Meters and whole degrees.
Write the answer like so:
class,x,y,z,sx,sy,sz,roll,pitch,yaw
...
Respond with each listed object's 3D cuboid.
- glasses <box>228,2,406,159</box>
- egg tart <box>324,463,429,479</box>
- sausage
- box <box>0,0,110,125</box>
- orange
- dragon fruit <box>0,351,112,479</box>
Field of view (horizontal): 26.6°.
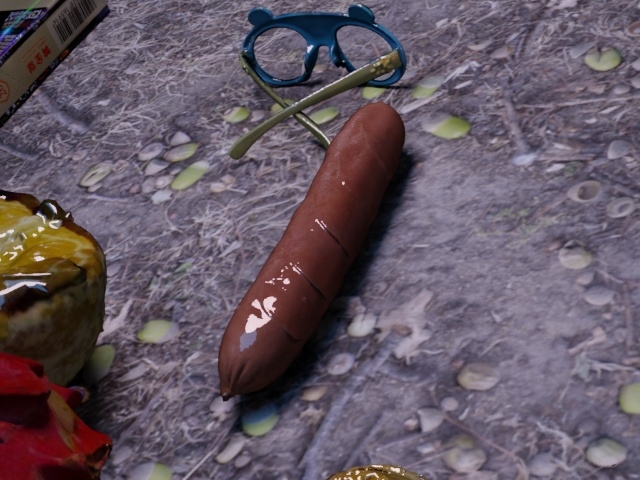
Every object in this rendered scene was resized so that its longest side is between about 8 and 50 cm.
class,x,y,z,sx,sy,sz,roll,pitch,yaw
glasses,-0.020,-0.176,1.652,0.239,0.102,0.206,8,74,34
egg tart,0.036,0.223,1.114,0.129,0.049,0.128,-14,36,10
sausage,0.000,-0.001,1.393,0.088,0.088,0.433,1,43,30
box,-0.483,-0.294,2.036,0.198,0.084,0.310,5,44,33
orange,-0.370,0.079,1.380,0.271,0.210,0.369,-18,30,-34
dragon fruit,-0.348,0.193,1.090,0.386,0.249,0.371,5,5,23
